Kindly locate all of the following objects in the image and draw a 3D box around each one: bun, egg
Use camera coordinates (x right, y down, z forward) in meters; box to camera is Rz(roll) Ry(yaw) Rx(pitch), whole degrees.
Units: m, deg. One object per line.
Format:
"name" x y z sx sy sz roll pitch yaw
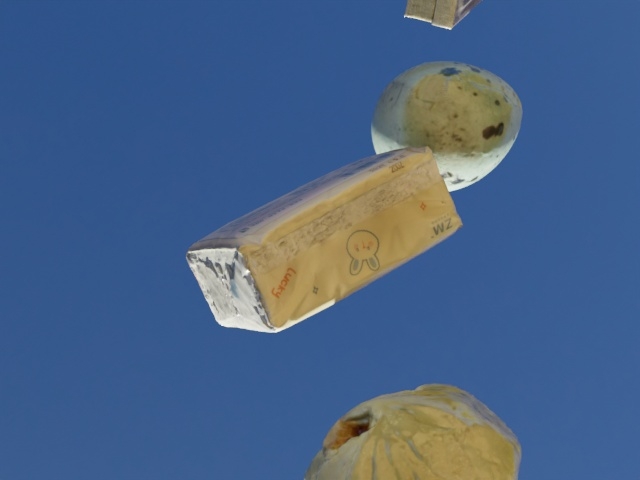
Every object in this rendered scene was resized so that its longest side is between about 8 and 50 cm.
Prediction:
"bun" 0.063 0.207 1.088 0.220 0.220 0.134 -44 -77 -29
"egg" 0.128 -0.117 1.204 0.164 0.131 0.131 -26 -91 -28

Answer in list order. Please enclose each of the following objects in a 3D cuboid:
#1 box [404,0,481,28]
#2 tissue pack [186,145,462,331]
"box" 0.086 -0.184 0.778 0.035 0.079 0.083 18 -150 17
"tissue pack" 0.000 0.000 1.045 0.196 0.148 0.092 -27 -81 -21
